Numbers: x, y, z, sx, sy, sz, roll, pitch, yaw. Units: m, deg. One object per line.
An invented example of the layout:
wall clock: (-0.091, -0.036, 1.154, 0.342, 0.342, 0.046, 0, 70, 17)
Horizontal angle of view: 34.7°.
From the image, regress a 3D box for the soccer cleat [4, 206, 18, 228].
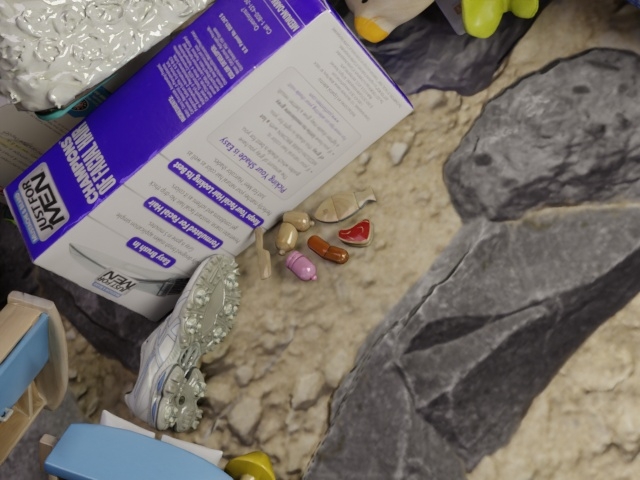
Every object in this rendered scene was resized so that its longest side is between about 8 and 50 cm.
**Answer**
soccer cleat: (-0.260, -0.047, 1.099, 0.179, 0.060, 0.072, -5, 86, 20)

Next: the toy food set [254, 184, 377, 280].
toy food set: (0.000, 0.000, 0.961, 0.122, 0.019, 0.078, -16, 62, 15)

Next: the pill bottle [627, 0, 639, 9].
pill bottle: (0.299, -0.236, 0.785, 0.272, 0.152, 0.152, 40, 92, 16)

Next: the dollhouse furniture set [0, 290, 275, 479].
dollhouse furniture set: (-0.185, 0.230, 0.919, 0.303, 0.286, 0.198, 16, 36, 10)

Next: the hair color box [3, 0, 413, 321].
hair color box: (-0.101, -0.085, 0.953, 0.339, 0.185, 0.110, -40, 55, 8)

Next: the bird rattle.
bird rattle: (0.092, -0.298, 0.950, 0.207, 0.143, 0.253, -35, 52, 33)

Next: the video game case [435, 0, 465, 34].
video game case: (0.174, -0.314, 0.994, 0.190, 0.022, 0.173, -34, 57, 13)

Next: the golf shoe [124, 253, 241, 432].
golf shoe: (-0.138, 0.090, 0.973, 0.086, 0.069, 0.176, 11, 74, 39)

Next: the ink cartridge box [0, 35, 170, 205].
ink cartridge box: (-0.301, -0.167, 1.110, 0.233, 0.171, 0.168, -19, 61, 21)

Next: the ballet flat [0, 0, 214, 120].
ballet flat: (-0.133, -0.262, 0.939, 0.147, 0.147, 0.409, 31, 58, 35)
